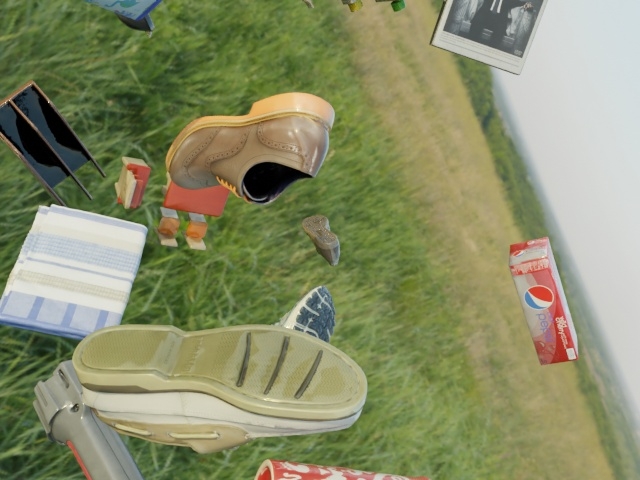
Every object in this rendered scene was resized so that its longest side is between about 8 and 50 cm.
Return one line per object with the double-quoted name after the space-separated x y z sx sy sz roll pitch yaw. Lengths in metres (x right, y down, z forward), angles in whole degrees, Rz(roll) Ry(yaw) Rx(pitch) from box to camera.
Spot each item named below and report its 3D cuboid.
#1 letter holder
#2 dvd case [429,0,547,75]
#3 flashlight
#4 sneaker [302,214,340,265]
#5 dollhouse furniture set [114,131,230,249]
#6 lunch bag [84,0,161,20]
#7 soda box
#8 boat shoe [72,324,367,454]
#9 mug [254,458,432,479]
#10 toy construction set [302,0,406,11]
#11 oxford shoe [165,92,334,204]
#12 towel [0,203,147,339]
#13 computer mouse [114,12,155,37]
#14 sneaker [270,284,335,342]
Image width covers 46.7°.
-0.661 -0.208 1.859 0.214 0.152 0.302 41 -15 32 "letter holder"
0.315 -0.436 1.314 0.029 0.179 0.239 -114 -139 -72 "dvd case"
-0.253 0.291 0.889 0.304 0.103 0.103 44 -11 33 "flashlight"
0.000 0.000 1.787 0.188 0.066 0.071 -119 -163 -63 "sneaker"
-0.339 -0.111 1.739 0.259 0.262 0.135 9 24 -31 "dollhouse furniture set"
-0.252 -0.375 0.969 0.128 0.151 0.096 2 70 -51 "lunch bag"
0.475 0.131 1.577 0.263 0.083 0.092 67 25 -21 "soda box"
-0.099 0.156 0.763 0.113 0.302 0.103 -65 157 -53 "boat shoe"
0.013 0.279 0.737 0.169 0.150 0.113 15 70 -16 "mug"
0.084 -0.642 1.847 0.237 0.308 0.258 56 46 -34 "toy construction set"
-0.135 -0.122 1.182 0.130 0.363 0.133 22 65 -39 "oxford shoe"
-0.439 0.055 1.332 0.285 0.209 0.034 -87 -167 -44 "towel"
-0.378 -0.461 1.469 0.184 0.060 0.262 72 -9 -54 "computer mouse"
-0.078 0.188 1.350 0.283 0.122 0.110 -55 134 -30 "sneaker"
